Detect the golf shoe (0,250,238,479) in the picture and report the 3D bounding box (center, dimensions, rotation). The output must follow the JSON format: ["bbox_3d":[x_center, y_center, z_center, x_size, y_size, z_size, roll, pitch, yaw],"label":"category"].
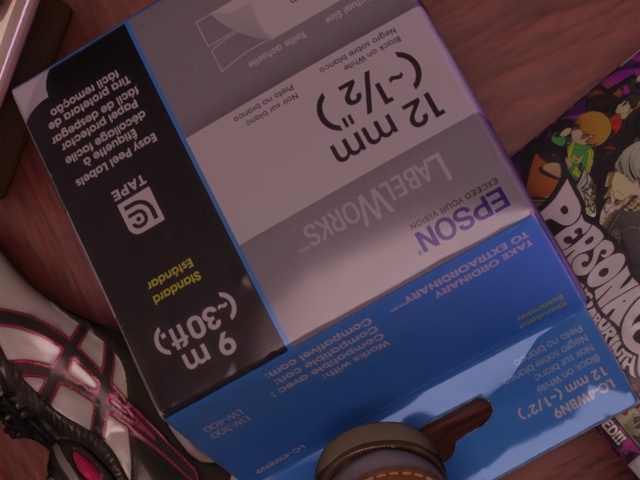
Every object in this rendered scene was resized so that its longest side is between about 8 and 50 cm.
[{"bbox_3d":[-0.163,0.092,0.873,0.120,0.105,0.273,-31,82,-23],"label":"golf shoe"}]

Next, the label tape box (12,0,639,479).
[{"bbox_3d":[0.000,0.000,0.803,0.249,0.115,0.347,-29,73,8],"label":"label tape box"}]

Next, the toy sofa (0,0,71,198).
[{"bbox_3d":[-0.362,-0.155,0.844,0.362,0.177,0.150,20,90,4],"label":"toy sofa"}]

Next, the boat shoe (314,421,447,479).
[{"bbox_3d":[0.055,0.261,0.782,0.113,0.103,0.302,-15,114,0],"label":"boat shoe"}]

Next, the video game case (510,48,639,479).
[{"bbox_3d":[0.220,0.011,0.821,0.210,0.042,0.232,-40,70,7],"label":"video game case"}]
